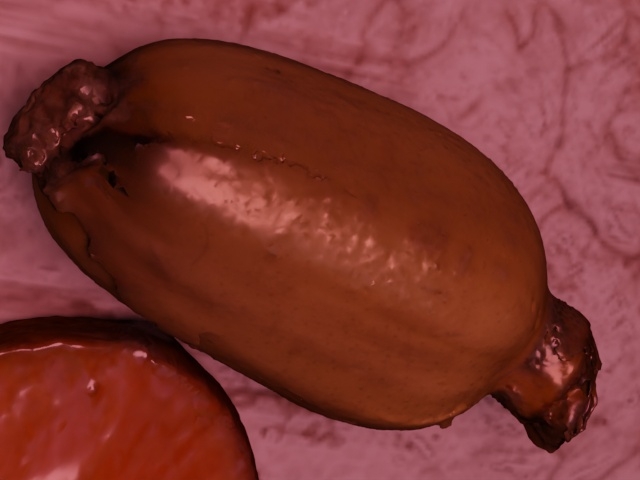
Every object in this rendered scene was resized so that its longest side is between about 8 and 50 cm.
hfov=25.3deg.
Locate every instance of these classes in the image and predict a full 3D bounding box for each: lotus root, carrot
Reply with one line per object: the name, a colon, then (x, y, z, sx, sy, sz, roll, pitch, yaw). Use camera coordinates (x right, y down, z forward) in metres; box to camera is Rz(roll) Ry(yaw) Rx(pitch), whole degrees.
lotus root: (-0.002, 0.001, 0.664, 0.303, 0.131, 0.146, 26, 120, -21)
carrot: (-0.150, 0.180, 0.692, 0.258, 0.100, 0.307, 27, 95, -25)
